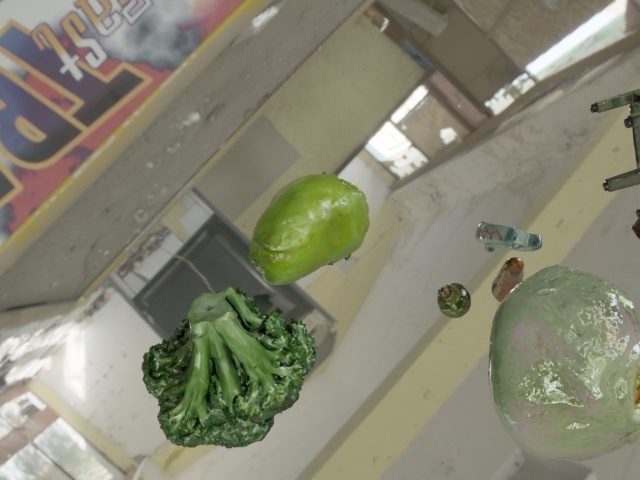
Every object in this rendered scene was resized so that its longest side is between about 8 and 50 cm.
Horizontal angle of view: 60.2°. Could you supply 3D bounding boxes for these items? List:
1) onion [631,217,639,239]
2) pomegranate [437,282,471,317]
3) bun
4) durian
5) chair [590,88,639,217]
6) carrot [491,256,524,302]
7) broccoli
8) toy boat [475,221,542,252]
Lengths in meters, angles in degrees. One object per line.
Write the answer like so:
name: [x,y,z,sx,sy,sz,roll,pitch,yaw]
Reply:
onion: [0.917,-0.034,1.431,0.205,0.151,0.098,-8,135,-36]
pomegranate: [0.266,0.113,1.112,0.073,0.085,0.073,-21,-158,9]
bun: [0.390,0.183,0.799,0.293,0.293,0.187,-49,-161,-27]
durian: [-0.020,-0.022,1.149,0.256,0.204,0.339,-50,177,8]
chair: [0.512,-0.141,0.702,0.270,0.147,0.136,-14,-160,13]
carrot: [0.370,0.069,1.074,0.061,0.061,0.210,-47,158,-6]
broccoli: [-0.162,0.199,0.959,0.307,0.275,0.308,-8,-144,6]
toy boat: [0.483,0.001,1.448,0.207,0.134,0.079,-157,-101,-75]
